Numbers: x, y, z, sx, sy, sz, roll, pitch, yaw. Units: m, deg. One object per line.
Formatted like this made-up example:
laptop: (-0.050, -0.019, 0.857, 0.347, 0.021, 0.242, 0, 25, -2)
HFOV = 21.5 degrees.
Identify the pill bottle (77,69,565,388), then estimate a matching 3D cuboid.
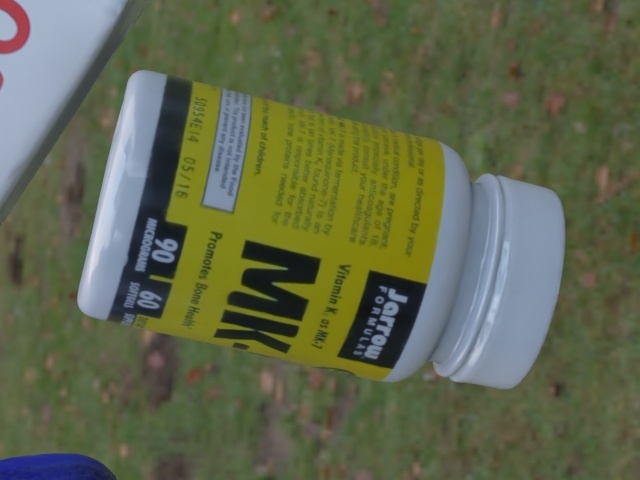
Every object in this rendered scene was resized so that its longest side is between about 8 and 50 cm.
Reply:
pill bottle: (0.000, 0.000, 0.790, 0.119, 0.209, 0.119, -167, 90, -82)

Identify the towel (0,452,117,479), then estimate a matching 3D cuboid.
towel: (-0.180, 0.188, 0.694, 0.308, 0.228, 0.076, -125, 33, -68)

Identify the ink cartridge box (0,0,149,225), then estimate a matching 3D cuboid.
ink cartridge box: (-0.150, -0.085, 0.384, 0.160, 0.219, 0.092, -50, 13, 42)
